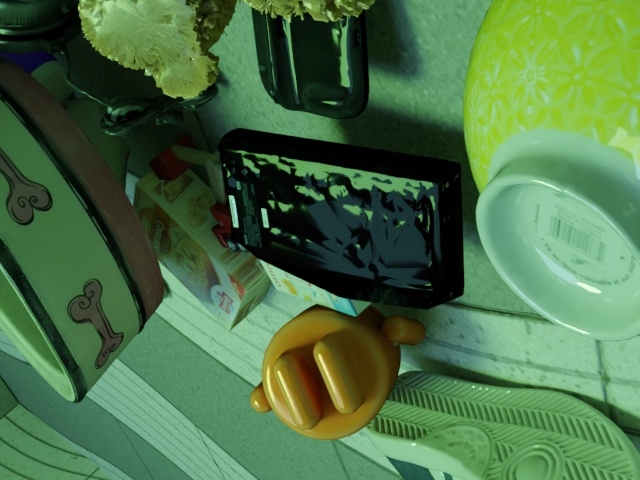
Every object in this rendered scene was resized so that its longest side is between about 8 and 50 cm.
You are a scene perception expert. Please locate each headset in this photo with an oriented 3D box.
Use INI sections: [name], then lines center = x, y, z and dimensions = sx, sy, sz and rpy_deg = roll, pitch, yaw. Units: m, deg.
[headset]
center = -0.263, -0.279, 1.002
dimensions = 0.394, 0.185, 0.243
rpy_deg = 61, 156, 8

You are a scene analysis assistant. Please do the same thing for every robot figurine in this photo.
[robot figurine]
center = 0.017, 0.124, 1.019
dimensions = 0.128, 0.158, 0.219
rpy_deg = 29, -171, 7

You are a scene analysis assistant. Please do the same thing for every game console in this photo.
[game console]
center = 0.008, -0.115, 0.787
dimensions = 0.213, 0.044, 0.361
rpy_deg = 13, 123, 31

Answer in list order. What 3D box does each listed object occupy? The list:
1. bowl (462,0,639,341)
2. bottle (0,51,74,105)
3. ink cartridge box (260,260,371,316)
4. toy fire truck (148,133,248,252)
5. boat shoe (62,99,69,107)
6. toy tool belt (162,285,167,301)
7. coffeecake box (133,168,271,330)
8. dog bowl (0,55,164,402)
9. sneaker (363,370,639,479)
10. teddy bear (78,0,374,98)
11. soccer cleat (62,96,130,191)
[bowl]
center = 0.180, -0.036, 0.579
dimensions = 0.289, 0.156, 0.289
rpy_deg = 37, 152, 23
[bottle]
center = -0.420, -0.262, 1.240
dimensions = 0.283, 0.118, 0.092
rpy_deg = 40, 144, 15
[ink cartridge box]
center = 0.000, 0.000, 0.985
dimensions = 0.143, 0.090, 0.092
rpy_deg = 13, 138, 50
[toy fire truck]
center = -0.103, -0.054, 1.121
dimensions = 0.192, 0.047, 0.135
rpy_deg = 1, 127, 56
[boat shoe]
center = -0.385, -0.115, 1.400
dimensions = 0.099, 0.116, 0.320
rpy_deg = -124, 20, -48
[toy tool belt]
center = -0.269, 0.069, 1.547
dimensions = 0.052, 0.051, 0.083
rpy_deg = 27, 147, 36
[coffeecake box]
center = -0.144, 0.006, 1.244
dimensions = 0.185, 0.068, 0.142
rpy_deg = 44, 153, 8
[dog bowl]
center = -0.333, -0.025, 1.127
dimensions = 0.408, 0.150, 0.408
rpy_deg = 44, 157, 24
[sneaker]
center = 0.194, 0.228, 0.982
dimensions = 0.148, 0.131, 0.350
rpy_deg = 53, 161, -26
[teddy bear]
center = -0.058, -0.247, 0.641
dimensions = 0.245, 0.113, 0.338
rpy_deg = 21, 136, 8
[soccer cleat]
center = -0.260, -0.083, 1.234
dimensions = 0.068, 0.076, 0.196
rpy_deg = -18, 93, 67
